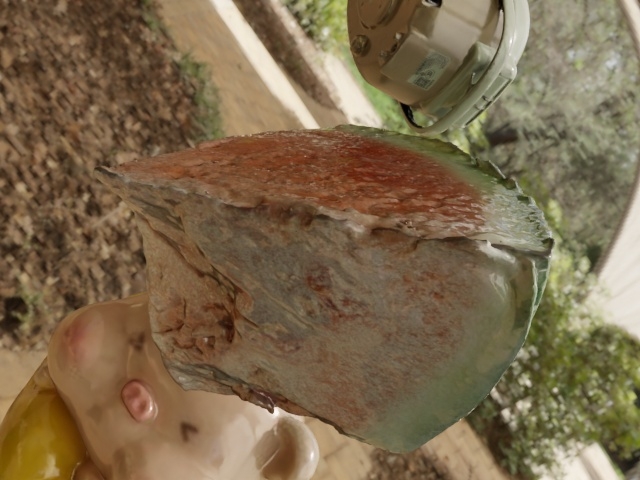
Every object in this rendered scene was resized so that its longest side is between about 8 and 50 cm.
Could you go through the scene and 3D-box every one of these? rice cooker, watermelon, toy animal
[{"bbox_3d":[0.096,-0.193,0.747,0.127,0.145,0.206,21,44,-24],"label":"rice cooker"},{"bbox_3d":[0.000,0.000,0.533,0.310,0.232,0.193,50,-24,46],"label":"watermelon"},{"bbox_3d":[-0.122,0.187,0.736,0.278,0.247,0.345,-19,80,-40],"label":"toy animal"}]
